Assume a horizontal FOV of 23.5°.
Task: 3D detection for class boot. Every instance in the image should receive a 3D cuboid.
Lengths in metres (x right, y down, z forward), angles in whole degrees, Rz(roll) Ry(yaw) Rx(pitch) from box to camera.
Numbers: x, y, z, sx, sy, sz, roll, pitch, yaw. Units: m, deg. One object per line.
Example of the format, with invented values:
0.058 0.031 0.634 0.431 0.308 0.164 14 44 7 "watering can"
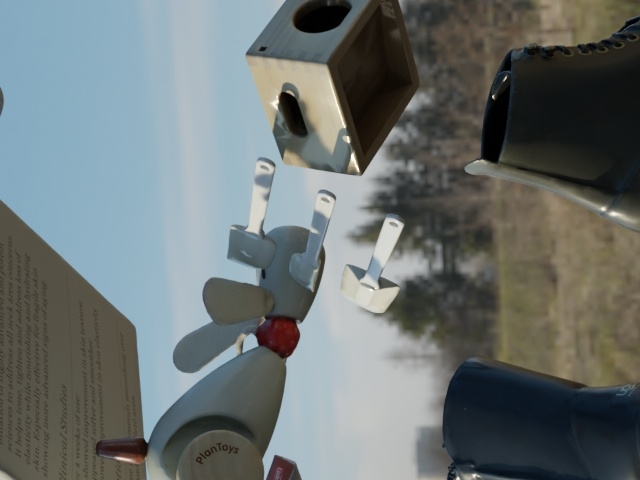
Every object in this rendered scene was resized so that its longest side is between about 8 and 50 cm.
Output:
0.194 0.199 1.073 0.094 0.207 0.246 -27 -73 -37 "boot"
0.160 -0.107 0.821 0.077 0.137 0.198 137 146 -68 "boot"

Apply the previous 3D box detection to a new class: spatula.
0.000 0.000 1.400 0.242 0.168 0.019 108 -173 -66 "spatula"

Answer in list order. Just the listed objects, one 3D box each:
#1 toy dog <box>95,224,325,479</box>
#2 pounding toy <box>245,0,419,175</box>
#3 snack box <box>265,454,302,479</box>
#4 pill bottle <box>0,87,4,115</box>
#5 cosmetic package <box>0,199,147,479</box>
-0.113 0.134 1.534 0.220 0.161 0.333 114 173 -45 "toy dog"
0.020 -0.195 1.350 0.206 0.094 0.181 -57 -36 -35 "pounding toy"
-0.055 0.264 1.225 0.064 0.022 0.178 77 -149 -64 "snack box"
-0.439 -0.198 1.655 0.208 0.117 0.117 52 172 23 "pill bottle"
-0.415 0.183 1.620 0.393 0.327 0.329 53 -156 -50 "cosmetic package"
